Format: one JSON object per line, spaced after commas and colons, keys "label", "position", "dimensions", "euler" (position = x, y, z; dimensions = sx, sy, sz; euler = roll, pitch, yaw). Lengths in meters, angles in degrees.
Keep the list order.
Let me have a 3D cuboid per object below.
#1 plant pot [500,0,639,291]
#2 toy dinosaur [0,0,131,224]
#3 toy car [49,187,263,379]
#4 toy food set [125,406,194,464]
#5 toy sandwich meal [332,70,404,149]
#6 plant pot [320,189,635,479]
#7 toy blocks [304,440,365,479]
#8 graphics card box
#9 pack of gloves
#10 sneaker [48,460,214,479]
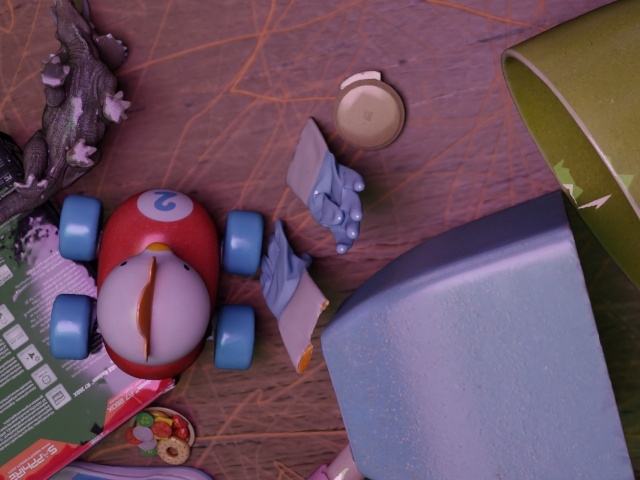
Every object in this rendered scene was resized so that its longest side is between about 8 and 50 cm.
{"label": "plant pot", "position": [0.357, -0.130, 0.917], "dimensions": [0.293, 0.275, 0.275], "euler": [-33, 91, 5]}
{"label": "toy dinosaur", "position": [-0.276, -0.117, 1.142], "dimensions": [0.121, 0.160, 0.314], "euler": [14, 95, -9]}
{"label": "toy car", "position": [-0.168, 0.046, 1.067], "dimensions": [0.219, 0.238, 0.210], "euler": [5, 88, -8]}
{"label": "toy food set", "position": [-0.194, 0.235, 1.263], "dimensions": [0.082, 0.020, 0.083], "euler": [16, 125, -3]}
{"label": "toy sandwich meal", "position": [0.051, -0.139, 1.115], "dimensions": [0.085, 0.029, 0.086], "euler": [2, 108, 7]}
{"label": "plant pot", "position": [0.143, 0.113, 1.007], "dimensions": [0.252, 0.248, 0.247], "euler": [-14, 98, 13]}
{"label": "toy blocks", "position": [0.067, 0.410, 1.096], "dimensions": [0.309, 0.288, 0.260], "euler": [37, 106, 4]}
{"label": "graphics card box", "position": [-0.363, 0.082, 1.218], "dimensions": [0.233, 0.094, 0.371], "euler": [-36, 91, -2]}
{"label": "pack of gloves", "position": [0.000, 0.000, 1.080], "dimensions": [0.046, 0.232, 0.195], "euler": [15, 109, -21]}
{"label": "sneaker", "position": [-0.292, 0.354, 1.234], "dimensions": [0.319, 0.208, 0.127], "euler": [-11, 100, 20]}
